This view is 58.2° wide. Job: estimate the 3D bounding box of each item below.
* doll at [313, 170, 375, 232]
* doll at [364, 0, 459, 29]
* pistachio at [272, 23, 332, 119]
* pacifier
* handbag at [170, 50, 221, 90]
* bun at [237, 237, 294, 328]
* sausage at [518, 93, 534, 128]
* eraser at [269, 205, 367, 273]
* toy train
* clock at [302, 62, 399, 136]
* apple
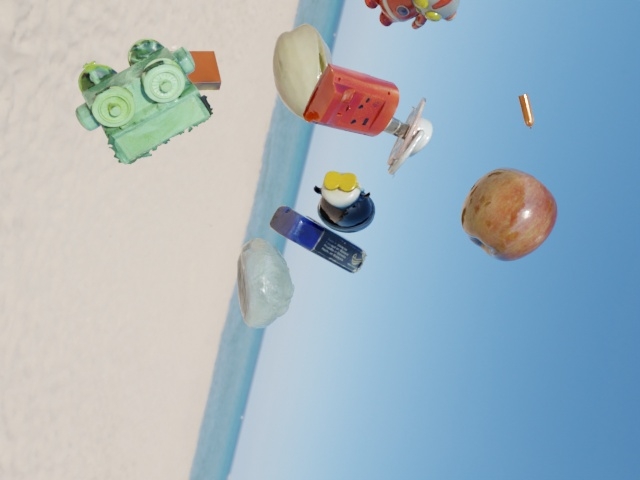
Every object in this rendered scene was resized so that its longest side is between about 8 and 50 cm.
[{"bbox_3d":[0.073,-0.111,1.699,0.314,0.177,0.141,73,26,-69],"label":"doll"},{"bbox_3d":[0.265,-0.652,1.567,0.337,0.200,0.105,16,-108,51],"label":"doll"},{"bbox_3d":[-0.050,-0.548,1.896,0.226,0.208,0.331,-17,-104,52],"label":"pistachio"},{"bbox_3d":[0.281,-0.390,2.035,0.273,0.221,0.332,61,-2,-1],"label":"pacifier"},{"bbox_3d":[-0.428,-0.549,1.863,0.063,0.190,0.127,133,-55,-62],"label":"handbag"},{"bbox_3d":[-0.086,0.067,0.901,0.141,0.083,0.140,176,-90,-72],"label":"bun"},{"bbox_3d":[0.631,-0.393,1.754,0.031,0.031,0.107,-93,164,-79],"label":"sausage"},{"bbox_3d":[0.000,0.000,1.896,0.155,0.332,0.101,32,-87,52],"label":"eraser"},{"bbox_3d":[-0.380,-0.301,1.232,0.159,0.272,0.188,51,-10,40],"label":"toy train"},{"bbox_3d":[0.062,-0.247,1.057,0.113,0.155,0.061,-59,-139,36],"label":"clock"},{"bbox_3d":[0.391,-0.053,1.207,0.174,0.188,0.188,-50,-178,-3],"label":"apple"}]
